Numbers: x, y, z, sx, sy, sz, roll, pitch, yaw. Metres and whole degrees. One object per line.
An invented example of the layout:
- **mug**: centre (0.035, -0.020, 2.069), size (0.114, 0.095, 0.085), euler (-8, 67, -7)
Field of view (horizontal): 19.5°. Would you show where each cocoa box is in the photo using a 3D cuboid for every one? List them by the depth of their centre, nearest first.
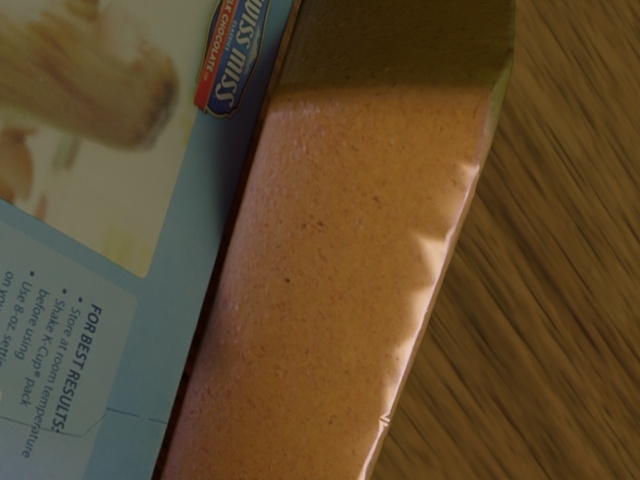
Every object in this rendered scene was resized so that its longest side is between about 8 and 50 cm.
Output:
- **cocoa box**: centre (-0.176, -0.065, 0.740), size (0.231, 0.228, 0.347), euler (32, 64, -37)

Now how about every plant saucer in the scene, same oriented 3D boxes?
- **plant saucer**: centre (0.000, 0.000, 0.834), size (0.333, 0.081, 0.332), euler (-78, -176, -61)
